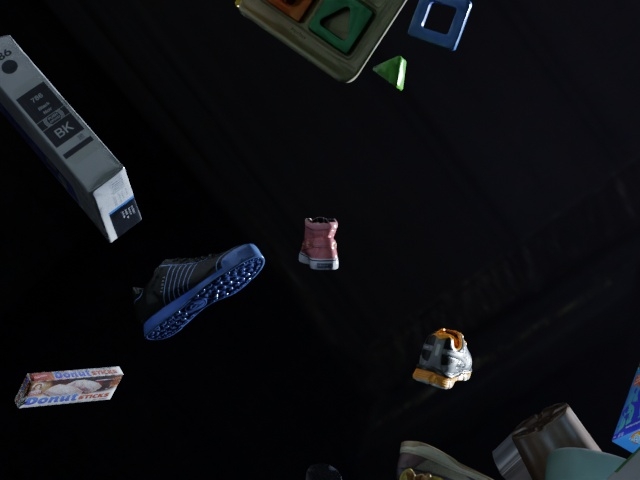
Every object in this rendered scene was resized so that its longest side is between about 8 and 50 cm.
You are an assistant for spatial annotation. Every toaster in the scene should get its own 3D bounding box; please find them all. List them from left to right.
[{"bbox_3d":[0.454,0.478,2.730,0.110,0.186,0.168,-43,-174,6],"label":"toaster"}]

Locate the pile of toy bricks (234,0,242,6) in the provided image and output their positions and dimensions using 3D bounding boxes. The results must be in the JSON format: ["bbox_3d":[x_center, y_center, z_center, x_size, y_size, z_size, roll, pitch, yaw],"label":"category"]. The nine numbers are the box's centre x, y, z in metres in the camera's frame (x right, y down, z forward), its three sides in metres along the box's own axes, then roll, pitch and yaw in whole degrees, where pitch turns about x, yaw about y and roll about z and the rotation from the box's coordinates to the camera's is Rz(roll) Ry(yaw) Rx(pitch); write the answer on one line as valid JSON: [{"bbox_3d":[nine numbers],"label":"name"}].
[{"bbox_3d":[-0.052,-0.478,2.254,0.212,0.105,0.118,-25,166,35],"label":"pile of toy bricks"}]

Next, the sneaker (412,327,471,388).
[{"bbox_3d":[0.206,0.181,2.099,0.215,0.084,0.083,-23,127,-77],"label":"sneaker"}]

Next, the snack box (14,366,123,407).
[{"bbox_3d":[-0.418,0.244,2.166,0.178,0.022,0.064,0,133,-42],"label":"snack box"}]

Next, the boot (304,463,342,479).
[{"bbox_3d":[-0.011,0.455,1.997,0.219,0.082,0.106,-73,177,-57],"label":"boot"}]

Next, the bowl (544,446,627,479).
[{"bbox_3d":[0.480,0.481,2.091,0.163,0.311,0.311,-60,-163,-23],"label":"bowl"}]

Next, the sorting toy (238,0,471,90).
[{"bbox_3d":[0.013,-0.319,1.584,0.196,0.347,0.047,-55,165,7],"label":"sorting toy"}]

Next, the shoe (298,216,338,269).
[{"bbox_3d":[0.000,0.000,2.182,0.063,0.081,0.178,0,-175,-7],"label":"shoe"}]

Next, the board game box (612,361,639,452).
[{"bbox_3d":[0.570,0.237,2.155,0.210,0.047,0.160,-62,-176,-26],"label":"board game box"}]

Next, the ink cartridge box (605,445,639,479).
[{"bbox_3d":[0.391,0.393,1.454,0.117,0.278,0.201,-1,-170,32],"label":"ink cartridge box"}]

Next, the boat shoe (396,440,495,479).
[{"bbox_3d":[0.268,0.489,2.553,0.103,0.285,0.092,-20,-138,63],"label":"boat shoe"}]

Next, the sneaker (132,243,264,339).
[{"bbox_3d":[-0.188,0.054,1.913,0.232,0.090,0.081,-34,155,21],"label":"sneaker"}]

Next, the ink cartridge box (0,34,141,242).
[{"bbox_3d":[-0.372,-0.158,1.762,0.065,0.333,0.165,-39,162,-14],"label":"ink cartridge box"}]

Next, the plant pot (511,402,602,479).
[{"bbox_3d":[0.456,0.409,2.463,0.167,0.165,0.167,-31,-177,2],"label":"plant pot"}]

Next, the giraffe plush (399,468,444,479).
[{"bbox_3d":[0.169,0.442,2.006,0.181,0.171,0.210,1,175,37],"label":"giraffe plush"}]
